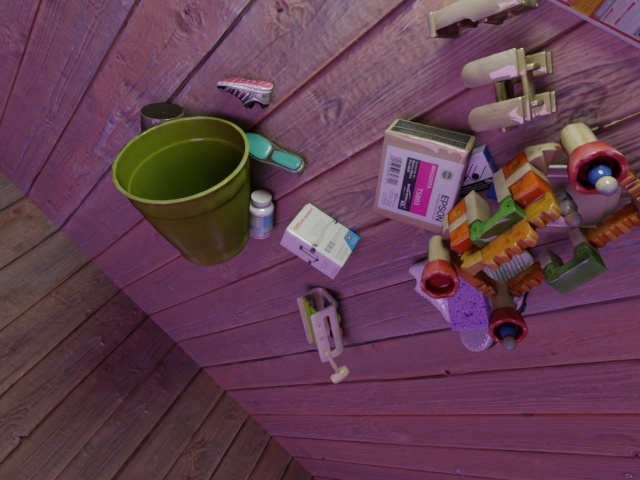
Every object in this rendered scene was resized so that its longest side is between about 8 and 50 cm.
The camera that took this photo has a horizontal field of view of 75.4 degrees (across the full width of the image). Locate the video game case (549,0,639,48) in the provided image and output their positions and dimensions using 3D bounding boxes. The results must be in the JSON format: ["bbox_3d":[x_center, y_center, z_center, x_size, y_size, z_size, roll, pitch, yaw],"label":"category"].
[{"bbox_3d":[0.469,-0.451,0.650,0.285,0.025,0.204,31,156,4],"label":"video game case"}]

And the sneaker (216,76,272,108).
[{"bbox_3d":[-0.209,-0.401,1.137,0.171,0.063,0.074,13,127,16],"label":"sneaker"}]

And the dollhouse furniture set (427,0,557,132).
[{"bbox_3d":[0.316,-0.323,0.775,0.161,0.212,0.242,-1,107,44],"label":"dollhouse furniture set"}]

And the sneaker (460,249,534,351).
[{"bbox_3d":[0.502,0.159,1.151,0.126,0.128,0.321,44,124,43],"label":"sneaker"}]

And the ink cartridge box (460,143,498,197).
[{"bbox_3d":[0.325,-0.153,1.032,0.207,0.046,0.097,-16,116,41],"label":"ink cartridge box"}]

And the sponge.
[{"bbox_3d":[0.403,0.140,1.153,0.117,0.031,0.210,-21,73,49],"label":"sponge"}]

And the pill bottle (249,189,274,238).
[{"bbox_3d":[-0.200,-0.087,1.389,0.087,0.087,0.160,23,135,13],"label":"pill bottle"}]

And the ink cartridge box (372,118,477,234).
[{"bbox_3d":[0.240,-0.149,0.994,0.193,0.088,0.234,20,132,20],"label":"ink cartridge box"}]

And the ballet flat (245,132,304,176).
[{"bbox_3d":[-0.143,-0.248,1.232,0.213,0.072,0.068,29,167,11],"label":"ballet flat"}]

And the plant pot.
[{"bbox_3d":[-0.361,-0.118,1.247,0.367,0.366,0.353,17,144,19],"label":"plant pot"}]

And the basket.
[{"bbox_3d":[-0.495,-0.311,1.338,0.205,0.154,0.226,22,132,14],"label":"basket"}]

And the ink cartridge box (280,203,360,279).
[{"bbox_3d":[0.000,0.000,1.296,0.203,0.148,0.086,34,139,3],"label":"ink cartridge box"}]

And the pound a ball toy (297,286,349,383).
[{"bbox_3d":[0.038,0.356,1.570,0.208,0.136,0.319,44,153,49],"label":"pound a ball toy"}]

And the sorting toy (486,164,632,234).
[{"bbox_3d":[0.561,-0.094,0.931,0.348,0.047,0.196,5,133,23],"label":"sorting toy"}]

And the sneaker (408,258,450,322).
[{"bbox_3d":[0.349,0.153,1.269,0.115,0.090,0.232,-14,110,47],"label":"sneaker"}]

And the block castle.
[{"bbox_3d":[0.452,0.019,0.851,0.303,0.212,0.453,33,129,-13],"label":"block castle"}]
